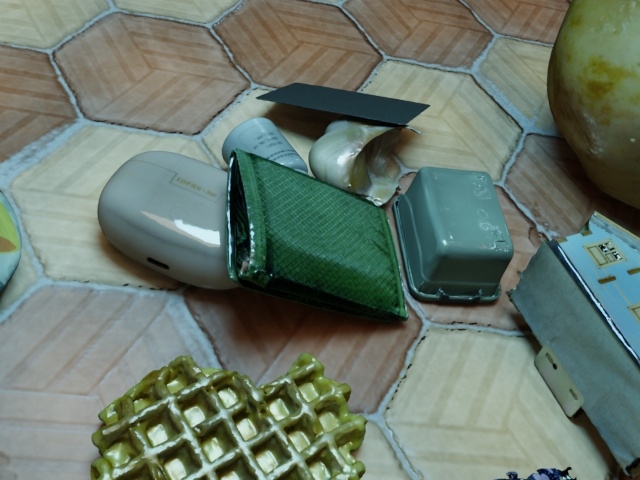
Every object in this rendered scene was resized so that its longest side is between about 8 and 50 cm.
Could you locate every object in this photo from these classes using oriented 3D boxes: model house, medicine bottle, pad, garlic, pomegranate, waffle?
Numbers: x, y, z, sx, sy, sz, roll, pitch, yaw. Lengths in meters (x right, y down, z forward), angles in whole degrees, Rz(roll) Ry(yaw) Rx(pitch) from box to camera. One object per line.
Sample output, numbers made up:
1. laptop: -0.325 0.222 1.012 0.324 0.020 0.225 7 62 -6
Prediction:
1. model house: 0.369 0.104 0.781 0.207 0.178 0.271 -15 55 -19
2. medicine bottle: -0.059 -0.084 0.879 0.080 0.080 0.130 -23 62 -30
3. pad: 0.034 -0.192 0.973 0.212 0.003 0.143 14 25 18
4. garlic: 0.052 -0.116 0.917 0.124 0.099 0.174 27 33 15
5. pomegranate: 0.515 -0.217 0.949 0.412 0.411 0.411 8 50 -10
6. waffle: -0.085 0.196 0.662 0.253 0.056 0.249 23 49 5

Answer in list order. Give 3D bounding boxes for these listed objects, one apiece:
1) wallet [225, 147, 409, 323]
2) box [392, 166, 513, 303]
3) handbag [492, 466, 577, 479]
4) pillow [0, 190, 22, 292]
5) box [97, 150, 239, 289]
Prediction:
1. wallet: -0.002 0.001 0.785 0.236 0.055 0.160 20 53 -40
2. box: 0.168 -0.014 0.878 0.124 0.092 0.172 3 51 -13
3. handbag: 0.168 0.310 0.593 0.229 0.126 0.208 -25 56 -31
4. pillow: -0.423 0.003 0.697 0.234 0.086 0.214 14 48 -15
5. box: -0.149 -0.025 0.799 0.200 0.088 0.146 24 48 2
